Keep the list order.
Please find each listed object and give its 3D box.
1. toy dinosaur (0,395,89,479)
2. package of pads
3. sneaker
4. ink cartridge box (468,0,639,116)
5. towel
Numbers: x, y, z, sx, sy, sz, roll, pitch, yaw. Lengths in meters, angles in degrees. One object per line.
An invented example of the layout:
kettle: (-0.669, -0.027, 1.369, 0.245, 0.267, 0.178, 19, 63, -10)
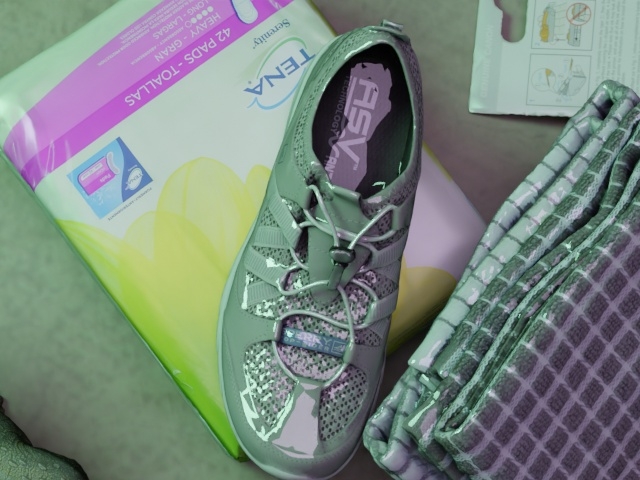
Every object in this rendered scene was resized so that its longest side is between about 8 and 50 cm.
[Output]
toy dinosaur: (-0.196, 0.149, 0.882, 0.313, 0.160, 0.121, 44, 78, 8)
package of pads: (-0.052, -0.035, 0.964, 0.229, 0.101, 0.296, -36, 84, -11)
sneaker: (0.000, 0.000, 0.849, 0.105, 0.115, 0.281, 9, 79, -4)
ink cartridge box: (0.235, -0.167, 1.051, 0.232, 0.066, 0.189, 2, 76, 19)
towel: (0.185, 0.078, 0.880, 0.235, 0.121, 0.283, 47, 71, -32)
